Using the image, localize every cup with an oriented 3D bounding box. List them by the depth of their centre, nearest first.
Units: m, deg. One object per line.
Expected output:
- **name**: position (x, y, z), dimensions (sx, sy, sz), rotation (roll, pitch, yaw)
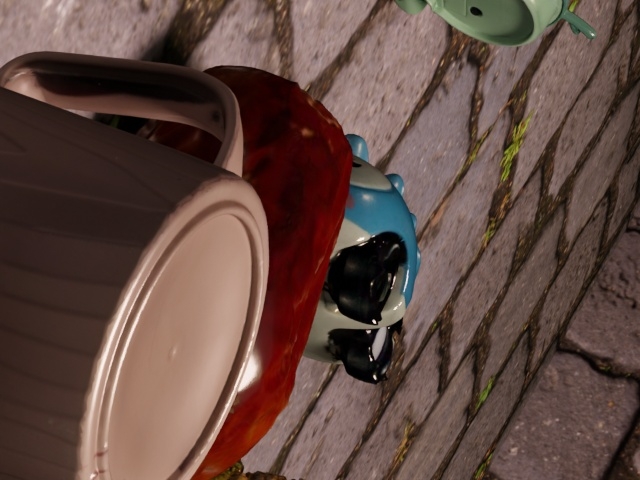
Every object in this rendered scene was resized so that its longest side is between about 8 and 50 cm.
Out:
- **cup**: position (-0.175, 0.013, 1.101), dimensions (0.288, 0.273, 0.208), rotation (-28, 133, -62)

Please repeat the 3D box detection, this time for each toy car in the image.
- **toy car**: position (0.000, 0.000, 1.780), dimensions (0.255, 0.188, 0.190), rotation (78, 31, -60)

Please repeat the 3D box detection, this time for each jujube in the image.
- **jujube**: position (-0.094, 0.027, 1.503), dimensions (0.223, 0.223, 0.318), rotation (68, 45, -68)

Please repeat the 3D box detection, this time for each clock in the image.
- **clock**: position (0.164, -0.247, 1.886), dimensions (0.066, 0.211, 0.159), rotation (-59, 161, -22)

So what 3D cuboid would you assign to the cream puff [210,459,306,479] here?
- **cream puff**: position (-0.103, 0.263, 1.897), dimensions (0.183, 0.169, 0.183), rotation (-45, 170, -10)
